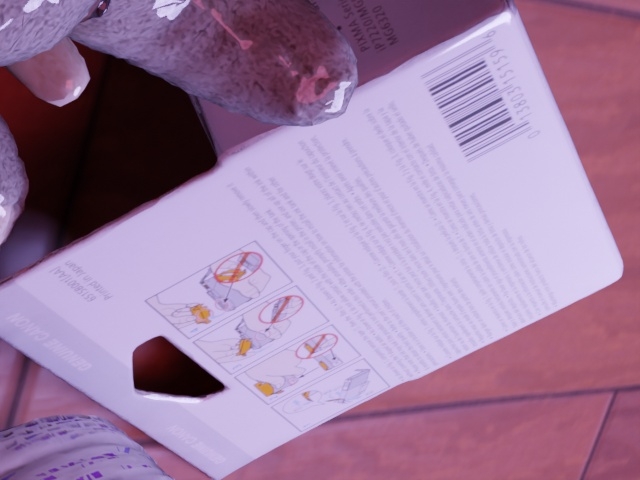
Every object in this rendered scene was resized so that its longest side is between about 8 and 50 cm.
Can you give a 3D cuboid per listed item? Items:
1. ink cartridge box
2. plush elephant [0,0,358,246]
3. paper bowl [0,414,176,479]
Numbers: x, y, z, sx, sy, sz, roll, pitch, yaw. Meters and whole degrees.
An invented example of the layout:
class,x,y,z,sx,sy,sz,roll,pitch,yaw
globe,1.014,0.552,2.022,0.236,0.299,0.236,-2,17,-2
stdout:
class,x,y,z,sx,sy,sz,roll,pitch,yaw
ink cartridge box,0.000,0.000,0.724,0.239,0.060,0.275,-27,151,7
plush elephant,-0.102,-0.108,0.439,0.330,0.255,0.272,32,90,-51
paper bowl,-0.167,0.180,0.604,0.284,0.148,0.284,-43,162,-18
